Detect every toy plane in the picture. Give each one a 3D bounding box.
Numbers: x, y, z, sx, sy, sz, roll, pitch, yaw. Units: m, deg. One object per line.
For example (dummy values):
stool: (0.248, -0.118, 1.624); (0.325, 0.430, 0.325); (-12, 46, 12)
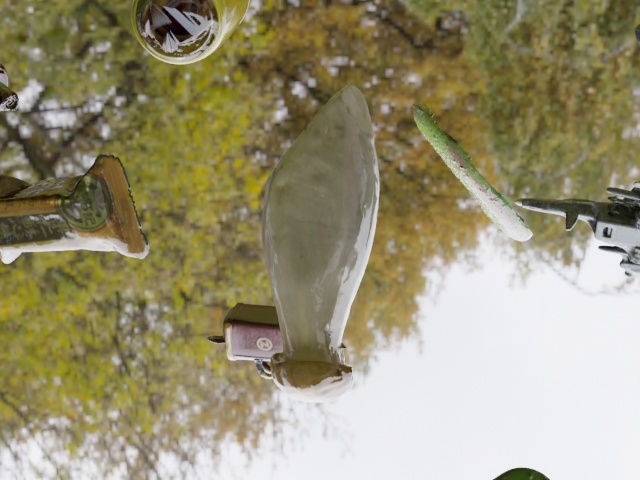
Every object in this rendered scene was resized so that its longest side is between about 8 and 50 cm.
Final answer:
toy plane: (0.396, -0.025, 1.575); (0.262, 0.192, 0.088); (3, -139, 9)

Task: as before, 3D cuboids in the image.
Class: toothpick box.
toothpick box: (-0.207, -0.375, 1.826); (0.175, 0.175, 0.271); (2, -156, 2)

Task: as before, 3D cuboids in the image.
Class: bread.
bread: (0.251, -0.115, 1.959); (0.045, 0.301, 0.301); (-40, -141, 6)

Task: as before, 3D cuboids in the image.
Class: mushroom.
mushroom: (0.000, 0.000, 1.257); (0.128, 0.350, 0.128); (4, 177, 0)

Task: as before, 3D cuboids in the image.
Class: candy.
candy: (-0.344, -0.039, 1.543); (0.271, 0.143, 0.101); (-2, -158, 34)

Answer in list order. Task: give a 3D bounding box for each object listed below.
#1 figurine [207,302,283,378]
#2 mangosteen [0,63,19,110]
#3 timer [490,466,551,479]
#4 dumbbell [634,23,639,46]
figurine: (-0.081, 0.144, 1.626); (0.154, 0.098, 0.082); (2, -161, 9)
mangosteen: (-0.534, -0.231, 1.571); (0.216, 0.216, 0.216); (0, -146, 0)
timer: (0.202, 0.309, 1.196); (0.140, 0.047, 0.128); (-27, -109, -19)
dumbbell: (0.655, -0.373, 1.816); (0.156, 0.316, 0.143); (49, -175, 7)
